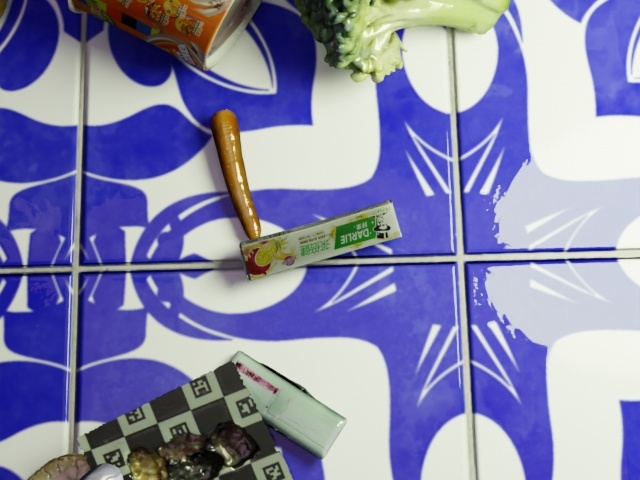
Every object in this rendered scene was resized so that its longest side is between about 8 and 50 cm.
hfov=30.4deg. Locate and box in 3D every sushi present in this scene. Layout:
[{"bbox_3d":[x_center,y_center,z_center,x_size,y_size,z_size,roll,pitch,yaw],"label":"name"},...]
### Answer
[{"bbox_3d":[-0.158,0.275,1.443,0.215,0.050,0.192,-27,92,-1],"label":"sushi"}]

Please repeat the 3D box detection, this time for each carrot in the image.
[{"bbox_3d":[-0.109,-0.082,1.543,0.037,0.037,0.190,-14,80,-2],"label":"carrot"}]

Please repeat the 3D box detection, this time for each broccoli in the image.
[{"bbox_3d":[0.127,-0.361,1.500,0.281,0.293,0.347,19,87,-32],"label":"broccoli"}]

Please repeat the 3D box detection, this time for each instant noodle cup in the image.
[{"bbox_3d":[-0.176,-0.352,1.516,0.192,0.250,0.250,32,79,0],"label":"instant noodle cup"}]

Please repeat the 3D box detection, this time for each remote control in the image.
[{"bbox_3d":[-0.050,0.202,1.469,0.166,0.029,0.065,32,80,9],"label":"remote control"}]

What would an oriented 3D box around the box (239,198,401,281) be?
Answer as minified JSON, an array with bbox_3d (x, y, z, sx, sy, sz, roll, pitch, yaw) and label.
[{"bbox_3d":[0.000,0.000,1.504,0.207,0.041,0.049,-16,103,-3],"label":"box"}]

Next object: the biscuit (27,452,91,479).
[{"bbox_3d":[-0.301,0.335,1.447,0.152,0.020,0.152,0,76,1],"label":"biscuit"}]

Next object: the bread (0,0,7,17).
[{"bbox_3d":[-0.569,-0.359,1.581,0.288,0.119,0.152,22,74,6],"label":"bread"}]

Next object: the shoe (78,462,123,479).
[{"bbox_3d":[-0.265,0.387,1.382,0.138,0.095,0.245,23,96,-5],"label":"shoe"}]
